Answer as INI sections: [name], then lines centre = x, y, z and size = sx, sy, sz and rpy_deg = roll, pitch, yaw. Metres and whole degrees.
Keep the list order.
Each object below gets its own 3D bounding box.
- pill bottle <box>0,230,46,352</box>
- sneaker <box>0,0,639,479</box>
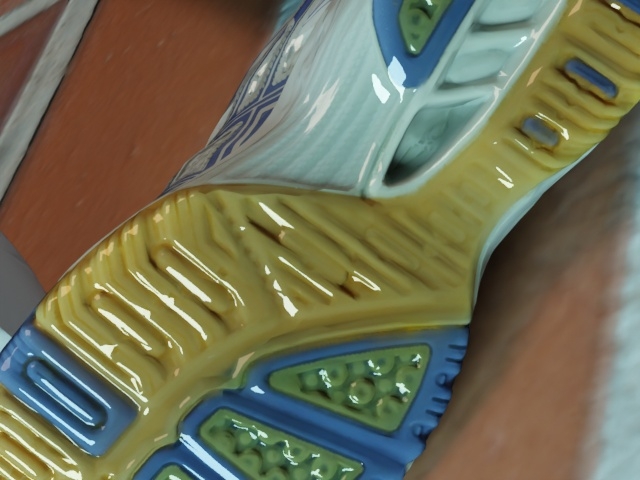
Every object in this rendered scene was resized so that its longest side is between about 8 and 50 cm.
[pill bottle]
centre = -0.220, 0.077, 0.732
size = 0.229, 0.131, 0.131
rpy_deg = -41, 26, 9
[sneaker]
centre = 0.000, 0.000, 0.581
size = 0.296, 0.112, 0.131
rpy_deg = -47, 8, -7
